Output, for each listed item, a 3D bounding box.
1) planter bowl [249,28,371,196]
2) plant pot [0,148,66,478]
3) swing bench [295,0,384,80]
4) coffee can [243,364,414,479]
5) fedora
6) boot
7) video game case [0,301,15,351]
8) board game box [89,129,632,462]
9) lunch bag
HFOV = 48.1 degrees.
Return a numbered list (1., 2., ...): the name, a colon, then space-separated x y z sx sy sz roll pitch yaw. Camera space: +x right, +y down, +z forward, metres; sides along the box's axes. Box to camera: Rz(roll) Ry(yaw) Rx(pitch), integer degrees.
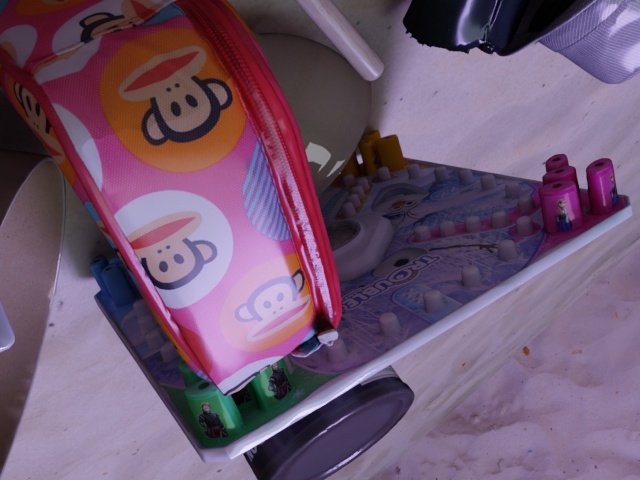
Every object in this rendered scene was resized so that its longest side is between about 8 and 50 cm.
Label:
1. planter bowl: -0.051 -0.115 0.626 0.109 0.162 0.162 30 113 -34
2. plant pot: -0.310 0.059 0.493 0.190 0.284 0.284 12 135 -11
3. swing bench: 0.031 -0.285 0.429 0.253 0.165 0.254 -41 148 10
4. coffee can: -0.048 0.134 0.865 0.201 0.275 0.201 -28 152 -17
5. fedora: 0.323 -0.260 0.736 0.275 0.124 0.244 -51 -171 6
6. boot: 0.204 -0.291 0.690 0.246 0.094 0.207 -17 145 -24
7. video game case: -0.294 -0.042 0.322 0.204 0.285 0.025 -23 -176 -26
8. board game box: 0.000 0.000 0.665 0.390 0.390 0.050 -27 112 -20
9. lunch bag: -0.104 -0.045 0.456 0.120 0.293 0.258 -30 134 -14
